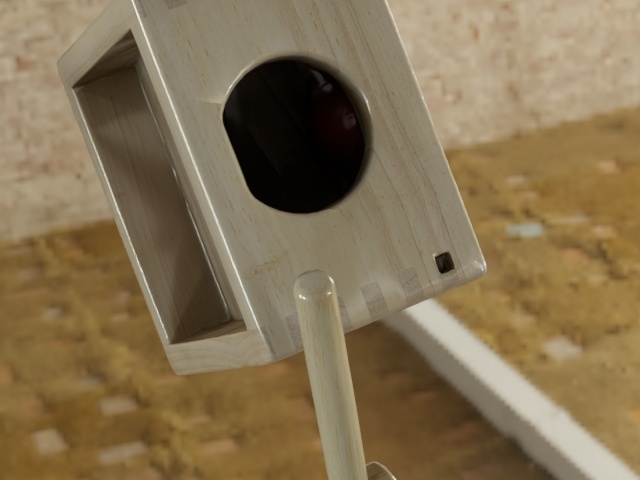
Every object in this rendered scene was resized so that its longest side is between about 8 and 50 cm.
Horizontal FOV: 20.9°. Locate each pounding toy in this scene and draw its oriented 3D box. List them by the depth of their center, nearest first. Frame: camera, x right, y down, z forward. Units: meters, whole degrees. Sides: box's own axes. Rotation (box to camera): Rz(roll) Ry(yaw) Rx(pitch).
[{"bbox_3d":[0.005,0.004,0.583,0.094,0.206,0.181,-21,-179,-20],"label":"pounding toy"}]
